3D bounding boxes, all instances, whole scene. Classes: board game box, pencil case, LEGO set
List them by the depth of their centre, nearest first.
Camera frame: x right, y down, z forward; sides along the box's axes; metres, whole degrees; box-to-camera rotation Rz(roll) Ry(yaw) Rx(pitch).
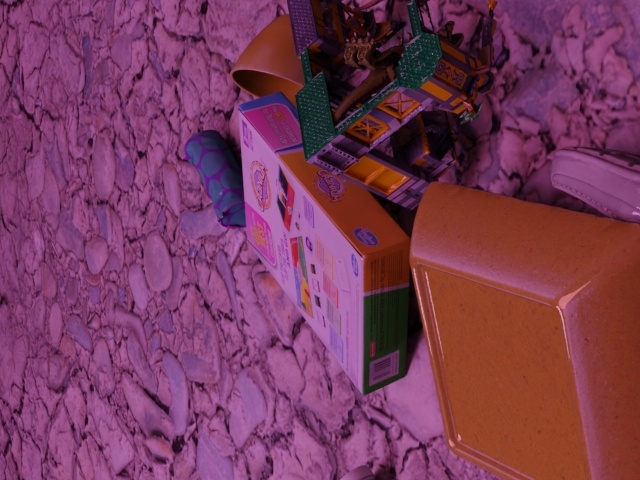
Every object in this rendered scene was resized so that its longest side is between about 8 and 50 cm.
[{"bbox_3d":[0.103,-0.198,1.415,0.255,0.192,0.331,-44,43,28],"label":"LEGO set"},{"bbox_3d":[0.000,0.000,1.587,0.316,0.064,0.242,51,154,39],"label":"board game box"},{"bbox_3d":[-0.145,-0.087,1.857,0.070,0.064,0.152,-47,55,29],"label":"pencil case"}]

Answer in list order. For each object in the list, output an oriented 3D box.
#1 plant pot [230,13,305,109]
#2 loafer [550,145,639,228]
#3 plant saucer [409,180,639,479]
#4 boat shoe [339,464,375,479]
[{"bbox_3d":[-0.037,-0.232,1.639,0.134,0.134,0.095,3,70,56],"label":"plant pot"},{"bbox_3d":[0.321,-0.001,1.135,0.319,0.112,0.111,33,113,49],"label":"loafer"},{"bbox_3d":[0.205,0.127,1.263,0.332,0.081,0.333,17,125,56],"label":"plant saucer"},{"bbox_3d":[0.040,0.387,1.650,0.081,0.079,0.227,42,133,33],"label":"boat shoe"}]
